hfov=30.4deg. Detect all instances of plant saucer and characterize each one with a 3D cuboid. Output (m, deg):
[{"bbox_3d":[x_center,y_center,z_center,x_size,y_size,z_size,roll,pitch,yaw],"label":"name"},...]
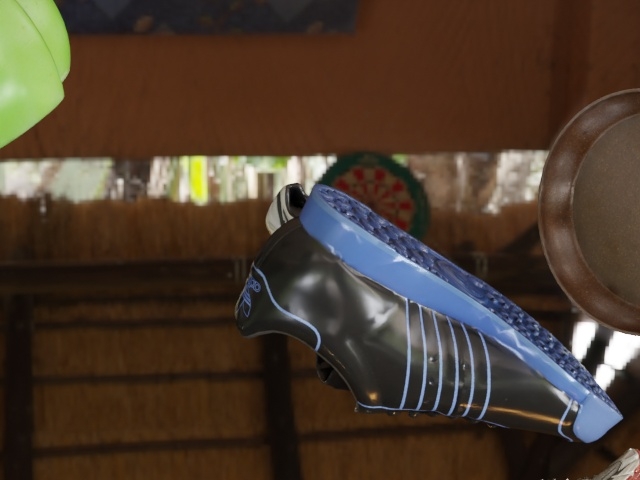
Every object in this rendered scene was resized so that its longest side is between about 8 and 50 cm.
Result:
[{"bbox_3d":[0.223,-0.019,0.805,0.029,0.168,0.168,-4,-168,-42],"label":"plant saucer"}]

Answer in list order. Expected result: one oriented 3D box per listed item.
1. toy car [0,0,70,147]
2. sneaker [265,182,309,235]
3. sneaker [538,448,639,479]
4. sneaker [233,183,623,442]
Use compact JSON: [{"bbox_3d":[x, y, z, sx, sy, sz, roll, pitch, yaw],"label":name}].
[{"bbox_3d":[-0.144,-0.027,0.362,0.053,0.239,0.225,-7,-148,36],"label":"toy car"},{"bbox_3d":[0.000,0.000,0.694,0.083,0.037,0.032,42,-133,20],"label":"sneaker"},{"bbox_3d":[0.273,0.303,1.356,0.225,0.093,0.088,-33,146,4],"label":"sneaker"},{"bbox_3d":[0.060,0.063,0.654,0.232,0.090,0.081,34,-166,-18],"label":"sneaker"}]
